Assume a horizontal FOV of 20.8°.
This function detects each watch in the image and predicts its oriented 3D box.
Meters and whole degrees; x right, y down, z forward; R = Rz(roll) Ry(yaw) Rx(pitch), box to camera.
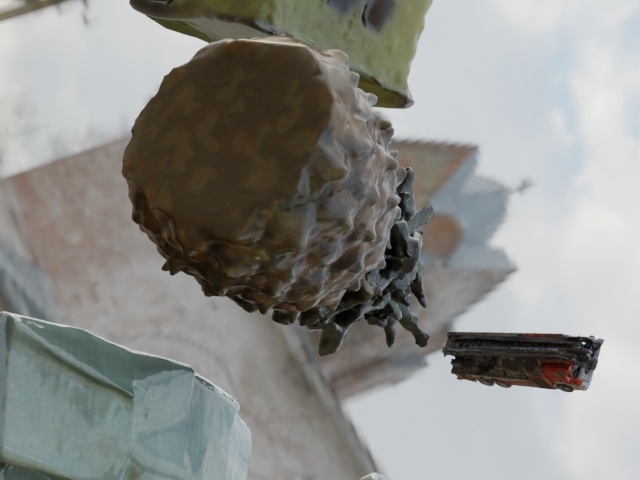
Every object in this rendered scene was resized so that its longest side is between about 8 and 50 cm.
[{"bbox_3d":[-0.162,0.135,1.103,0.253,0.241,0.161,136,-37,-64],"label":"watch"}]

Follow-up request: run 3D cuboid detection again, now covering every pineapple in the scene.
[{"bbox_3d":[0.000,0.000,1.135,0.169,0.169,0.340,60,4,29],"label":"pineapple"}]

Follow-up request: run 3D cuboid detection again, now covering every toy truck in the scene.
[{"bbox_3d":[0.097,0.055,0.820,0.083,0.024,0.032,3,-30,38],"label":"toy truck"}]

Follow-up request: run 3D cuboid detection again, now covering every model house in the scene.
[{"bbox_3d":[0.004,-0.235,1.304,0.175,0.234,0.193,29,-5,-35],"label":"model house"}]

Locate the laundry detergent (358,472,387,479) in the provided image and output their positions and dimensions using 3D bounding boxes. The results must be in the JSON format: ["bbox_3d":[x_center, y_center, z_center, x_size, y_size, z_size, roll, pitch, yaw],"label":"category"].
[{"bbox_3d":[-0.031,0.280,1.440,0.099,0.226,0.070,65,7,3],"label":"laundry detergent"}]
